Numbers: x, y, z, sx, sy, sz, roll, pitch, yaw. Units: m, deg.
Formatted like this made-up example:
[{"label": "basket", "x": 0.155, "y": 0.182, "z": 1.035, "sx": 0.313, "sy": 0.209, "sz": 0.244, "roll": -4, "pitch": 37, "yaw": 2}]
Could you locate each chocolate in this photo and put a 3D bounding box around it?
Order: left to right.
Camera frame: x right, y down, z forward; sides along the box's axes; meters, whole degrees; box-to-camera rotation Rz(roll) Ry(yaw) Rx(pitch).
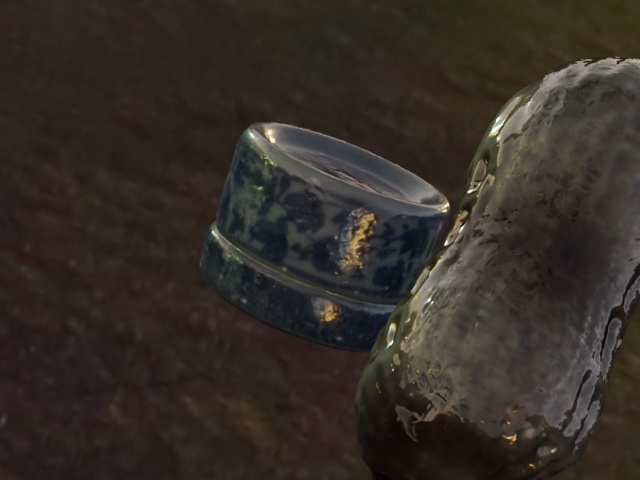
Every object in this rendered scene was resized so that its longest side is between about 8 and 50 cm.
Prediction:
[{"label": "chocolate", "x": 0.099, "y": 0.013, "z": 0.677, "sx": 0.110, "sy": 0.110, "sz": 0.248, "roll": 27, "pitch": 62, "yaw": 4}]

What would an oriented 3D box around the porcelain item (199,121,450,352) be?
[{"label": "porcelain item", "x": 0.000, "y": 0.000, "z": 0.988, "sx": 0.147, "sy": 0.114, "sz": 0.147, "roll": 20, "pitch": 14, "yaw": -5}]
